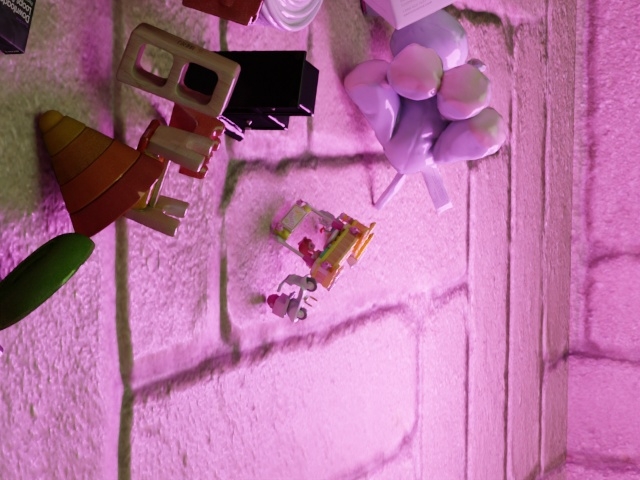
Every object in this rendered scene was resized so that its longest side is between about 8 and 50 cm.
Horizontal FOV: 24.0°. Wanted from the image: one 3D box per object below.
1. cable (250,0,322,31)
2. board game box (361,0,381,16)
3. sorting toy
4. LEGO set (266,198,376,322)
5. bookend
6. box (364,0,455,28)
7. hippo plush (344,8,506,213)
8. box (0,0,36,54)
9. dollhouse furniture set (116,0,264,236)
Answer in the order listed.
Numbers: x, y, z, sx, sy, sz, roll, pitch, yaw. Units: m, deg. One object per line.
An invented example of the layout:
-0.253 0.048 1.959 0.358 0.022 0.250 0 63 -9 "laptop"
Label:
-0.063 -0.396 1.907 0.257 0.089 0.257 49 49 -59 "cable"
0.141 -0.512 2.340 0.303 0.098 0.224 -54 141 -48 "board game box"
-0.292 -0.012 1.464 0.126 0.127 0.365 51 42 -15 "sorting toy"
0.000 0.000 2.122 0.132 0.107 0.287 -59 173 27 "LEGO set"
-0.063 -0.175 1.846 0.157 0.156 0.072 28 66 -64 "bookend"
0.087 -0.496 2.009 0.215 0.168 0.345 51 -14 50 "box"
0.192 -0.227 2.313 0.236 0.234 0.294 -63 146 -41 "hippo plush"
-0.309 -0.274 1.445 0.116 0.029 0.162 35 63 -62 "box"
-0.152 -0.222 1.659 0.201 0.152 0.374 -70 -177 -66 "dollhouse furniture set"
